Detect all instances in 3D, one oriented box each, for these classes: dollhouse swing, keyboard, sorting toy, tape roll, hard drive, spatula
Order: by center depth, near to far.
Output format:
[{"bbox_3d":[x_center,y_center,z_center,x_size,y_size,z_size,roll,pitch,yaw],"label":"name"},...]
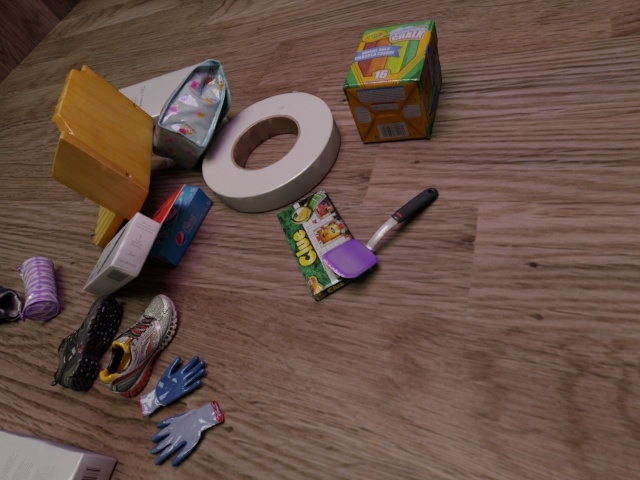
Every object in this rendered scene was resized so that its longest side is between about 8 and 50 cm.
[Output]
[{"bbox_3d":[0.138,-0.024,0.846,0.296,0.030,0.084,-38,58,-14],"label":"spatula"},{"bbox_3d":[-0.630,-0.207,1.111,0.305,0.315,0.346,-32,48,18],"label":"dollhouse swing"},{"bbox_3d":[-0.138,-0.250,1.121,0.392,0.072,0.391,-12,52,16],"label":"tape roll"},{"bbox_3d":[-0.268,-0.398,1.312,0.062,0.012,0.083,-21,44,-13],"label":"sorting toy"},{"bbox_3d":[-0.390,-0.324,1.322,0.256,0.014,0.072,-33,50,-1],"label":"keyboard"},{"bbox_3d":[-0.544,-0.490,1.410,0.353,0.047,0.233,-15,55,7],"label":"hard drive"}]

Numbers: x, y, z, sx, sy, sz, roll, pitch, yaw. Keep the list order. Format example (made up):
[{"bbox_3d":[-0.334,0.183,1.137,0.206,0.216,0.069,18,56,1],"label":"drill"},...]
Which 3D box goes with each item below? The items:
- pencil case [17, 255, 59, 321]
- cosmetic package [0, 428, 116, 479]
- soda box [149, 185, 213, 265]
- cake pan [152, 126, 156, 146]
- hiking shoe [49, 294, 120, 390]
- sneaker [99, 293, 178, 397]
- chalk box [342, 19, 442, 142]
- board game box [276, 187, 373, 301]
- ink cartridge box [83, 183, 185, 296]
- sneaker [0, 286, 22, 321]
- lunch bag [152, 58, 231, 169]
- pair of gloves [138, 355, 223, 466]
[{"bbox_3d":[-0.779,0.129,1.129,0.088,0.086,0.206,-14,41,-30],"label":"pencil case"},{"bbox_3d":[-0.578,0.563,0.730,0.285,0.097,0.377,1,57,22],"label":"cosmetic package"},{"bbox_3d":[-0.373,-0.042,1.079,0.067,0.071,0.210,7,61,28],"label":"soda box"},{"bbox_3d":[-0.598,-0.452,1.480,0.293,0.054,0.293,-12,53,16],"label":"cake pan"},{"bbox_3d":[-0.562,0.231,0.963,0.114,0.086,0.226,-1,58,19],"label":"hiking shoe"},{"bbox_3d":[-0.391,0.219,0.891,0.088,0.092,0.225,2,58,25],"label":"sneaker"},{"bbox_3d":[0.194,-0.412,1.016,0.180,0.179,0.288,2,59,25],"label":"chalk box"},{"bbox_3d":[0.000,0.000,0.912,0.136,0.030,0.259,-31,50,4],"label":"board game box"},{"bbox_3d":[-0.469,-0.005,1.016,0.296,0.066,0.261,-23,44,47],"label":"ink cartridge box"},{"bbox_3d":[-0.938,0.229,1.132,0.164,0.086,0.226,3,57,29],"label":"sneaker"},{"bbox_3d":[-0.365,-0.367,1.181,0.223,0.160,0.262,-19,50,61],"label":"lunch bag"},{"bbox_3d":[-0.280,0.329,0.811,0.159,0.023,0.198,-34,51,-3],"label":"pair of gloves"}]
